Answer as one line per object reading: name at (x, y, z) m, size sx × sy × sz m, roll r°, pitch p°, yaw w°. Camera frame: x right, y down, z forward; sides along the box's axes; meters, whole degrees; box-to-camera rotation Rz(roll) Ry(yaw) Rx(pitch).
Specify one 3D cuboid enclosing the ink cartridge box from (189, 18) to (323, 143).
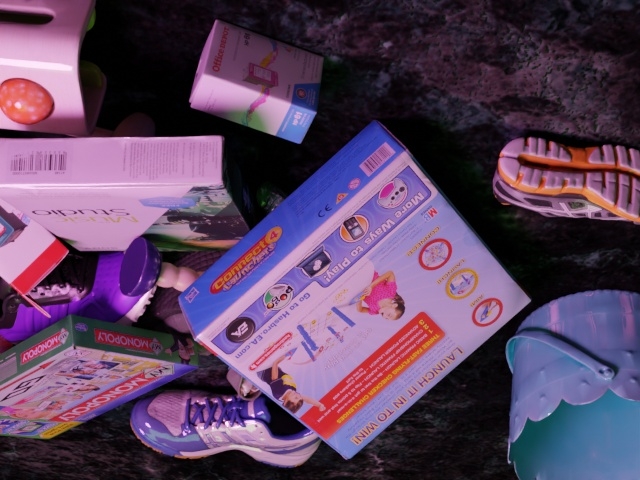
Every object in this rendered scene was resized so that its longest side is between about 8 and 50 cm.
ink cartridge box at (-0.065, -0.163, 1.089) m, size 0.122 × 0.088 × 0.052 m, roll 16°, pitch 139°, yaw -12°

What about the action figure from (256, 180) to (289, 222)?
action figure at (0.000, 0.000, 1.298) m, size 0.137 × 0.063 × 0.232 m, roll -20°, pitch 138°, yaw 31°

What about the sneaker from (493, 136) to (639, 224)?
sneaker at (0.294, -0.059, 1.188) m, size 0.215 × 0.084 × 0.083 m, roll 14°, pitch 153°, yaw -5°

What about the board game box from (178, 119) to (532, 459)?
board game box at (0.048, 0.068, 1.246) m, size 0.308 × 0.086 × 0.302 m, roll -41°, pitch 128°, yaw 4°

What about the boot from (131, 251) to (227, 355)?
boot at (-0.157, 0.096, 1.442) m, size 0.246 × 0.083 × 0.161 m, roll -21°, pitch 146°, yaw 29°

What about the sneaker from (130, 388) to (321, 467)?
sneaker at (-0.132, 0.260, 1.599) m, size 0.296 × 0.112 × 0.131 m, roll 9°, pitch 143°, yaw -20°

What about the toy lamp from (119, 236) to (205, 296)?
toy lamp at (-0.102, 0.060, 1.277) m, size 0.275 × 0.080 × 0.080 m, roll 18°, pitch 140°, yaw -32°

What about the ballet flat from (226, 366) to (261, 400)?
ballet flat at (-0.076, 0.159, 1.489) m, size 0.072 × 0.068 × 0.213 m, roll -19°, pitch 155°, yaw -31°

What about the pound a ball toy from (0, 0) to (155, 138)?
pound a ball toy at (-0.343, -0.152, 1.103) m, size 0.319 × 0.135 × 0.208 m, roll 6°, pitch 140°, yaw 0°

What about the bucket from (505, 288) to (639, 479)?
bucket at (0.377, 0.207, 1.408) m, size 0.281 × 0.183 × 0.281 m, roll 4°, pitch 140°, yaw 3°

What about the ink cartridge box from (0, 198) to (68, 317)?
ink cartridge box at (-0.386, -0.023, 1.242) m, size 0.134 × 0.078 × 0.231 m, roll 28°, pitch 161°, yaw 53°

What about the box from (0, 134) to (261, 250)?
box at (-0.196, -0.043, 1.161) m, size 0.232 × 0.058 × 0.322 m, roll 0°, pitch 170°, yaw 4°

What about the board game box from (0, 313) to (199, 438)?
board game box at (-0.348, 0.190, 1.414) m, size 0.317 × 0.046 × 0.213 m, roll -28°, pitch 151°, yaw 31°

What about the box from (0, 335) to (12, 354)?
box at (-0.573, 0.134, 1.479) m, size 0.128 × 0.122 × 0.257 m, roll -32°, pitch 127°, yaw 29°

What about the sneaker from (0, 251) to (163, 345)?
sneaker at (-0.343, 0.063, 1.387) m, size 0.293 × 0.102 × 0.146 m, roll -24°, pitch 131°, yaw 31°
